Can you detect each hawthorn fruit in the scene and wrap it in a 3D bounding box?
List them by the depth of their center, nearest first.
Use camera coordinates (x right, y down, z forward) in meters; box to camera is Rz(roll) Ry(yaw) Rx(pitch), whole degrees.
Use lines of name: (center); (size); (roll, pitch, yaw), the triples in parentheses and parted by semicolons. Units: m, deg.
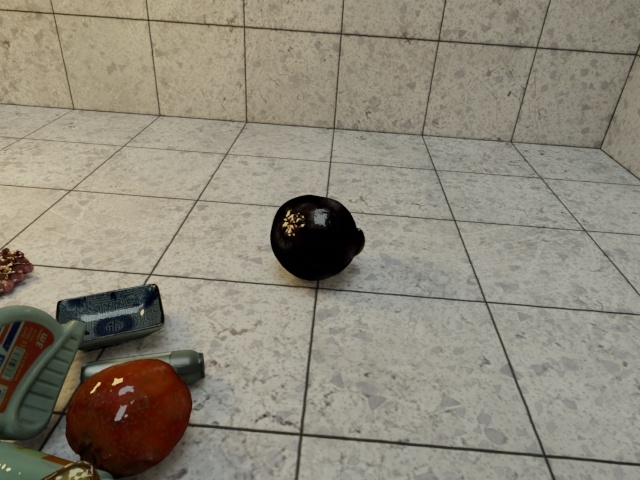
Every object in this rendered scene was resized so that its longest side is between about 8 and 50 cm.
hawthorn fruit: (-0.342, 0.318, 0.898); (0.205, 0.205, 0.253); (16, 24, 19)

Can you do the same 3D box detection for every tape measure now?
tape measure: (-0.600, 0.242, 0.903); (0.125, 0.246, 0.243); (-13, 52, 26)

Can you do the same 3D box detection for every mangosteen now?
mangosteen: (0.000, 0.000, 1.435); (0.275, 0.275, 0.302); (32, 5, 37)

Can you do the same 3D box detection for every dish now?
dish: (-0.513, 0.204, 1.165); (0.243, 0.080, 0.182); (-9, 34, -21)

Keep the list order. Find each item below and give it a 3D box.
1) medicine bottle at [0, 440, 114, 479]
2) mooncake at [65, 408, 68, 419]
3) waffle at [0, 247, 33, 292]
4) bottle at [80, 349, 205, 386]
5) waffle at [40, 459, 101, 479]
medicine bottle: (-0.461, 0.420, 0.743); (0.318, 0.158, 0.158); (11, 32, 11)
mooncake: (-0.498, 0.310, 0.805); (0.150, 0.057, 0.347); (-28, -17, 17)
waffle: (-0.942, 0.096, 1.324); (0.221, 0.055, 0.234); (18, 39, 18)
bottle: (-0.384, 0.289, 1.032); (0.253, 0.080, 0.096); (-4, -9, -13)
waffle: (-0.360, 0.494, 0.556); (0.304, 0.077, 0.348); (-24, 64, -21)
